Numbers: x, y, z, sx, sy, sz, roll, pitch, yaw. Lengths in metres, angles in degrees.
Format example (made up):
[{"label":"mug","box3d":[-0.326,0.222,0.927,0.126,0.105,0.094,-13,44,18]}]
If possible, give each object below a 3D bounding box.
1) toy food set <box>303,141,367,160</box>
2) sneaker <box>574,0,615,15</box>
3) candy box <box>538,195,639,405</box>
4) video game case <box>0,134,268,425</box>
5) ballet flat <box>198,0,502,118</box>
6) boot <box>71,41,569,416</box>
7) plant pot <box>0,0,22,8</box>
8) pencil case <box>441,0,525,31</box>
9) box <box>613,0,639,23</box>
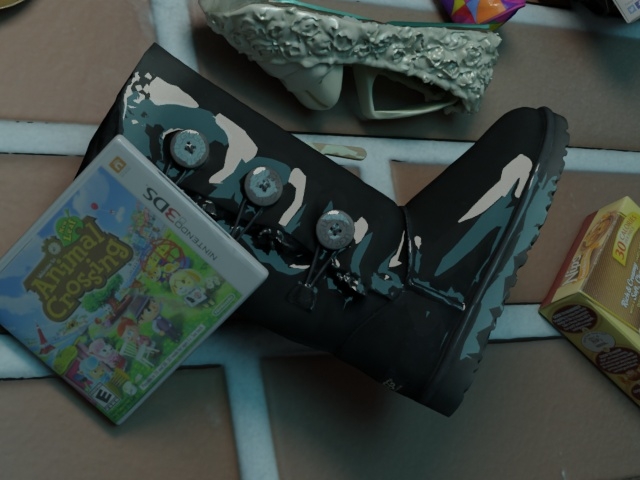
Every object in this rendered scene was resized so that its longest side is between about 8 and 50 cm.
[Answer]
[{"label":"toy food set","box3d":[0.000,0.000,1.329,0.128,0.071,0.218,-3,78,-17]},{"label":"sneaker","box3d":[0.341,-0.371,1.719,0.178,0.072,0.077,34,79,-19]},{"label":"candy box","box3d":[0.447,0.118,1.560,0.316,0.087,0.183,43,54,-11]},{"label":"video game case","box3d":[-0.190,0.041,1.137,0.193,0.212,0.023,43,10,-10]},{"label":"ballet flat","box3d":[0.047,-0.211,1.421,0.408,0.147,0.147,2,70,-31]},{"label":"boot","box3d":[0.002,-0.073,1.245,0.445,0.146,0.367,26,69,-4]},{"label":"plant pot","box3d":[-0.387,-0.336,1.249,0.236,0.032,0.236,13,63,-28]},{"label":"pencil case","box3d":[0.180,-0.384,1.591,0.104,0.104,0.236,-23,86,-37]},{"label":"box","box3d":[0.385,-0.459,1.698,0.322,0.058,0.232,59,25,0]}]
